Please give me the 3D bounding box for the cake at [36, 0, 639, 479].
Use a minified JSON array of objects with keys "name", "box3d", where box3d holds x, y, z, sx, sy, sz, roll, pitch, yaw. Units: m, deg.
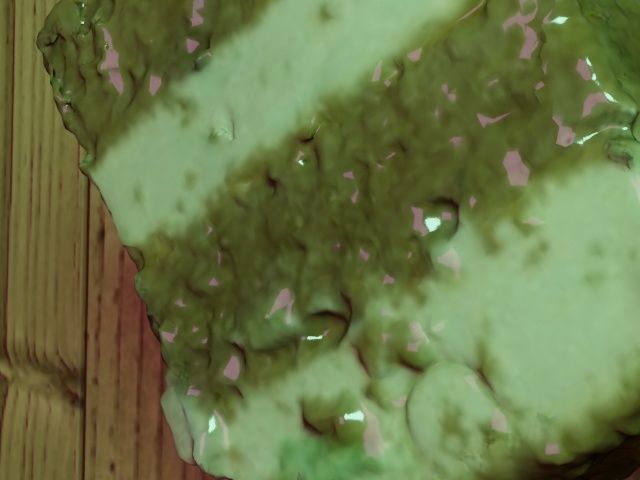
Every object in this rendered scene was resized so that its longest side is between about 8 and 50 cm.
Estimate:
[{"name":"cake","box3d":[0.080,-0.036,0.706,0.256,0.282,0.290,-35,73,39]}]
